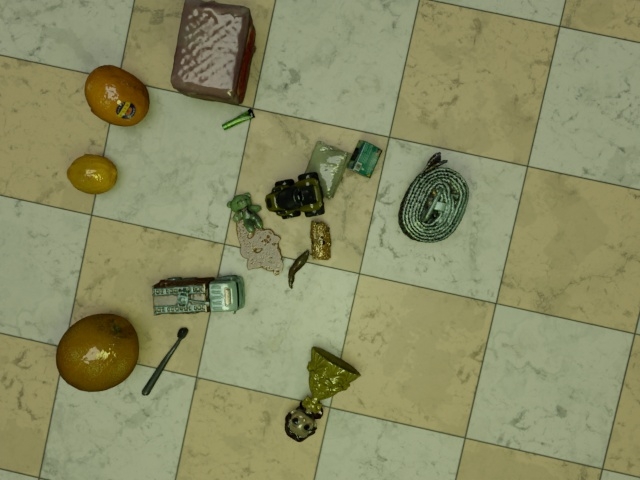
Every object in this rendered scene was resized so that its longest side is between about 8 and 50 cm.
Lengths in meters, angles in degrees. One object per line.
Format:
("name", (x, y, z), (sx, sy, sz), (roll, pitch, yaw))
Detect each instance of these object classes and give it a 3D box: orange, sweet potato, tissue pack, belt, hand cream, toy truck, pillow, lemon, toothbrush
("orange", (-0.757, 0.382, 1.844), (0.274, 0.274, 0.274), (0, 92, 2))
("sweet potato", (-0.085, 0.098, 1.928), (0.041, 0.038, 0.153), (30, 95, 24))
("tissue pack", (0.149, -0.286, 1.893), (0.085, 0.079, 0.111), (22, 93, -31))
("belt", (0.391, -0.130, 1.842), (0.207, 0.160, 0.295), (31, 93, 1))
("hand cream", (-0.295, -0.430, 1.925), (0.122, 0.023, 0.036), (-26, 90, 2))
("toy truck", (-0.426, 0.195, 1.879), (0.305, 0.162, 0.136), (-3, 91, 2))
("orange", (-0.694, -0.492, 1.841), (0.219, 0.219, 0.193), (47, 113, 0))
("toy truck", (-0.100, -0.143, 1.829), (0.224, 0.165, 0.147), (-6, 97, 40))
("pillow", (0.017, -0.246, 1.895), (0.134, 0.078, 0.181), (23, 98, 5))
("lemon", (-0.805, -0.233, 1.892), (0.187, 0.142, 0.142), (2, 92, 7))
("toothbrush", (-0.569, 0.443, 1.960), (0.030, 0.030, 0.297), (34, 94, 27))

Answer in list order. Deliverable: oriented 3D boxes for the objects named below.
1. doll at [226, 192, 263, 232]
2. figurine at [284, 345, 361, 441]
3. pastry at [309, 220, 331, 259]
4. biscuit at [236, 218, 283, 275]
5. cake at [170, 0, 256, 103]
("doll", (-0.258, -0.101, 1.901), (0.115, 0.077, 0.150), (-30, 80, -21))
("figurine", (-0.020, 0.554, 1.872), (0.187, 0.168, 0.315), (29, 91, -26))
("pastry", (0.000, 0.000, 1.914), (0.080, 0.056, 0.140), (3, 94, -2))
("biscuit", (-0.221, 0.019, 1.931), (0.162, 0.035, 0.250), (-36, 91, -4))
("cake", (-0.356, -0.622, 1.816), (0.230, 0.237, 0.309), (13, 93, 2))
